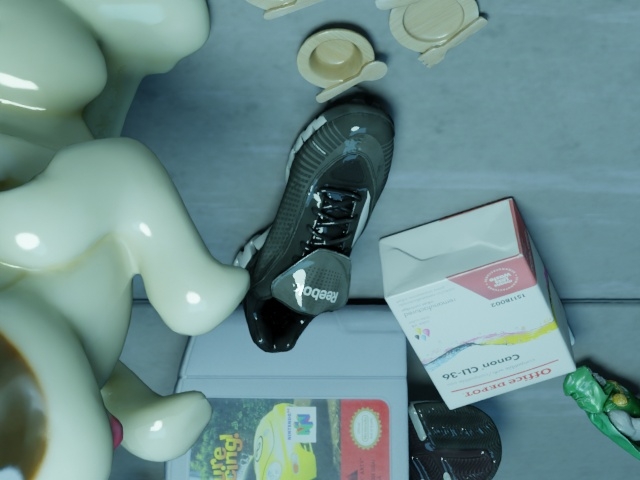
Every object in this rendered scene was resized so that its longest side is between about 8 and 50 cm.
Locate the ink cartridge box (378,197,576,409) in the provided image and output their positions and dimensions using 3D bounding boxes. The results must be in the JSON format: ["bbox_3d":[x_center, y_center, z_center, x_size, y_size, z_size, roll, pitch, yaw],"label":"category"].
[{"bbox_3d":[0.135,0.065,1.529,0.115,0.067,0.198,-18,137,13],"label":"ink cartridge box"}]

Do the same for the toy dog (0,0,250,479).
[{"bbox_3d":[-0.234,0.023,1.191,0.395,0.408,0.284,16,133,-23],"label":"toy dog"}]

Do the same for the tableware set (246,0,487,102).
[{"bbox_3d":[0.027,-0.166,1.303,0.141,0.020,0.169,-22,135,17],"label":"tableware set"}]

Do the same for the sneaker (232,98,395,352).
[{"bbox_3d":[0.000,0.000,1.415,0.078,0.106,0.234,13,134,-20],"label":"sneaker"}]

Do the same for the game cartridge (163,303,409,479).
[{"bbox_3d":[-0.027,0.197,1.509,0.196,0.294,0.060,0,172,-3],"label":"game cartridge"}]

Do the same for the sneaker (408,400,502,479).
[{"bbox_3d":[0.005,0.197,1.631,0.281,0.162,0.106,-18,101,-13],"label":"sneaker"}]

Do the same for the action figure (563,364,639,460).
[{"bbox_3d":[0.301,0.173,1.647,0.232,0.137,0.063,31,103,-23],"label":"action figure"}]
